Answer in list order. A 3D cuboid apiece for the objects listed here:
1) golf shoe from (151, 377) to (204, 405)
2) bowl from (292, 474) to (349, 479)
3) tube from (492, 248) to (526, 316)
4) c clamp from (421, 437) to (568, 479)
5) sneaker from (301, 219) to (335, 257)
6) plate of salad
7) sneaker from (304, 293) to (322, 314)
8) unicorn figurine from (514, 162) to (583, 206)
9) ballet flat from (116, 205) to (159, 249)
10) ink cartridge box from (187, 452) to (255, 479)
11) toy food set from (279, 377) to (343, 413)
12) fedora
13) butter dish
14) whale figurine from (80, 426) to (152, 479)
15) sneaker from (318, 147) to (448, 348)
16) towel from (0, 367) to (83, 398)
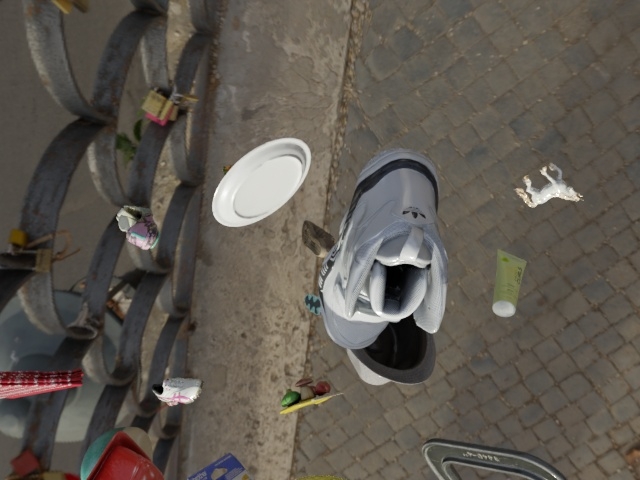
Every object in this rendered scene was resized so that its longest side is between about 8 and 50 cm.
[{"bbox_3d":[-0.415,0.432,1.694,0.186,0.067,0.086,-24,129,35],"label":"golf shoe"},{"bbox_3d":[0.025,0.492,0.885,0.289,0.289,0.156,26,140,-4],"label":"bowl"},{"bbox_3d":[0.528,0.113,1.648,0.062,0.240,0.070,-18,117,34],"label":"tube"},{"bbox_3d":[0.159,0.224,0.521,0.161,0.022,0.137,-17,112,50],"label":"c clamp"},{"bbox_3d":[0.000,0.000,1.692,0.071,0.188,0.066,6,115,-23],"label":"sneaker"},{"bbox_3d":[-0.102,-0.102,0.996,0.200,0.200,0.048,-47,66,13],"label":"plate of salad"},{"bbox_3d":[0.016,0.141,1.258,0.098,0.069,0.038,30,106,13],"label":"sneaker"},{"bbox_3d":[0.567,-0.129,1.438,0.060,0.162,0.111,-30,89,-32],"label":"unicorn figurine"},{"bbox_3d":[-0.406,-0.037,1.285,0.079,0.221,0.077,29,92,-26],"label":"ballet flat"},{"bbox_3d":[-0.132,0.569,1.130,0.065,0.186,0.311,-45,75,11],"label":"ink cartridge box"},{"bbox_3d":[-0.038,0.422,1.625,0.218,0.128,0.071,-38,64,47],"label":"toy food set"},{"bbox_3d":[0.141,0.239,1.374,0.244,0.275,0.124,14,135,-17],"label":"fedora"},{"bbox_3d":[-0.323,0.439,1.004,0.118,0.160,0.160,7,139,25],"label":"butter dish"},{"bbox_3d":[-0.459,0.556,1.322,0.141,0.216,0.272,0,110,-5],"label":"whale figurine"},{"bbox_3d":[0.074,0.071,0.818,0.137,0.210,0.366,11,128,-5],"label":"sneaker"},{"bbox_3d":[-0.545,0.227,0.919,0.199,0.275,0.031,-16,71,26],"label":"towel"}]
